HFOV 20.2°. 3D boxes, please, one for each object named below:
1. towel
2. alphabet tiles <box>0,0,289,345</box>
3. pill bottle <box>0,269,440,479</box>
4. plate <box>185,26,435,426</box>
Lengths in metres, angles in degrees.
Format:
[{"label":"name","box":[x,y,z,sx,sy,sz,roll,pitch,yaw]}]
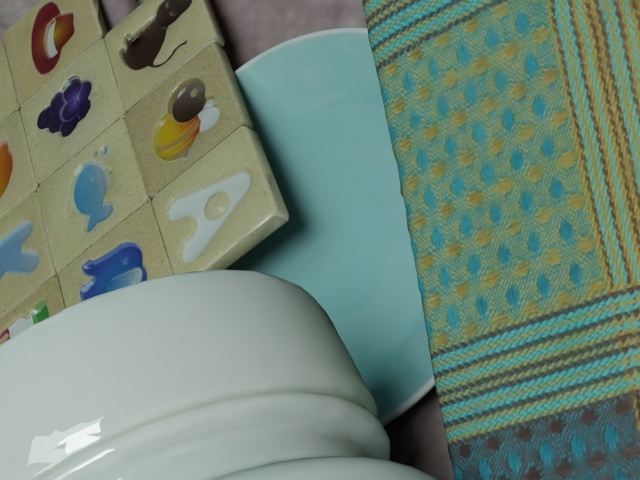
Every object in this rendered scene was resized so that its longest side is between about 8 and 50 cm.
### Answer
[{"label":"towel","box":[0.117,-0.083,0.612,0.271,0.040,0.370,-20,77,47]},{"label":"alphabet tiles","box":[-0.166,0.029,0.845,0.342,0.011,0.285,-38,45,18]},{"label":"pill bottle","box":[-0.005,0.202,0.589,0.204,0.204,0.361,-38,59,18]},{"label":"plate","box":[0.000,0.000,0.769,0.188,0.024,0.188,-11,69,31]}]
